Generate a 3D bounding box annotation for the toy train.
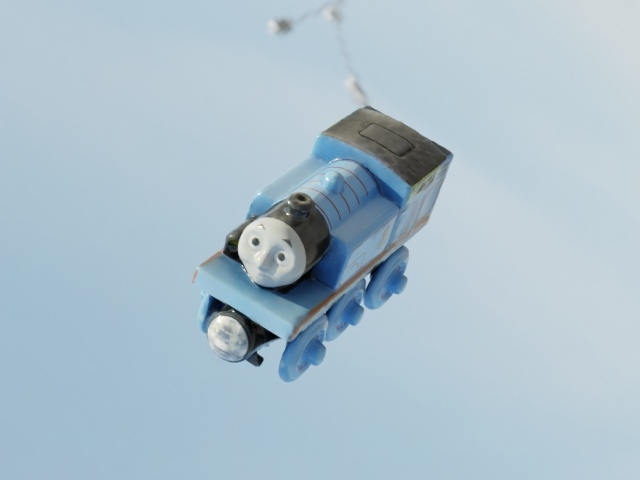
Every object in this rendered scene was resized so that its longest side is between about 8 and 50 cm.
[{"bbox_3d":[0.000,0.000,0.953,0.080,0.105,0.184,29,-147,17],"label":"toy train"}]
